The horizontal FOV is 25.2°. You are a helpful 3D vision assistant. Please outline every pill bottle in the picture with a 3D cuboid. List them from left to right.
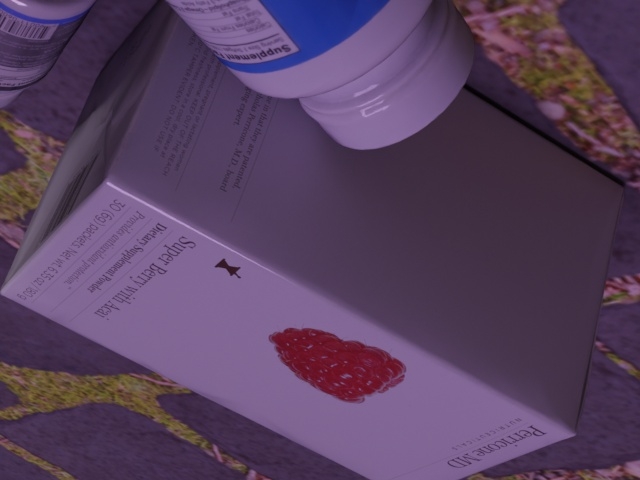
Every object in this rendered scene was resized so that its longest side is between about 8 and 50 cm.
[{"bbox_3d":[-0.178,-0.131,0.814,0.078,0.078,0.137,29,148,-16],"label":"pill bottle"},{"bbox_3d":[-0.019,-0.145,0.663,0.124,0.124,0.221,-8,142,37],"label":"pill bottle"}]

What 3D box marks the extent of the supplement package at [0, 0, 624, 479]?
[{"bbox_3d":[0.000,0.000,0.833,0.293,0.175,0.177,29,147,-17],"label":"supplement package"}]
